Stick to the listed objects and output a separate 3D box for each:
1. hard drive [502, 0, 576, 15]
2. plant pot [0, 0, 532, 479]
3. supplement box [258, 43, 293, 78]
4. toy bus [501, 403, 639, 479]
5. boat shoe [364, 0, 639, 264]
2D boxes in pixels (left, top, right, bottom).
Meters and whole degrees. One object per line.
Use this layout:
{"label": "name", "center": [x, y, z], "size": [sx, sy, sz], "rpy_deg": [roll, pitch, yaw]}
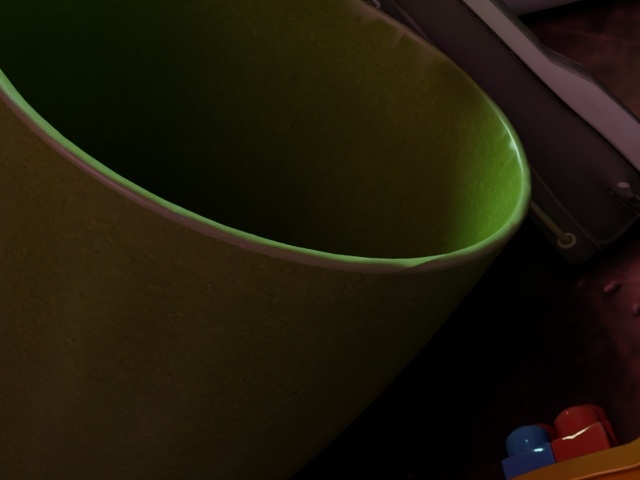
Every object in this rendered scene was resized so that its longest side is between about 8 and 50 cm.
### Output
{"label": "hard drive", "center": [0.158, -0.237, 0.742], "size": [0.308, 0.203, 0.040], "rpy_deg": [-10, 45, 27]}
{"label": "plant pot", "center": [-0.078, 0.034, 0.653], "size": [0.275, 0.275, 0.293], "rpy_deg": [50, 130, 34]}
{"label": "supplement box", "center": [-0.031, -0.164, 0.843], "size": [0.130, 0.073, 0.239], "rpy_deg": [-7, 42, 29]}
{"label": "toy bus", "center": [0.172, 0.161, 0.623], "size": [0.220, 0.149, 0.211], "rpy_deg": [-22, 44, 17]}
{"label": "boat shoe", "center": [0.076, -0.112, 0.734], "size": [0.305, 0.109, 0.091], "rpy_deg": [42, 106, 0]}
